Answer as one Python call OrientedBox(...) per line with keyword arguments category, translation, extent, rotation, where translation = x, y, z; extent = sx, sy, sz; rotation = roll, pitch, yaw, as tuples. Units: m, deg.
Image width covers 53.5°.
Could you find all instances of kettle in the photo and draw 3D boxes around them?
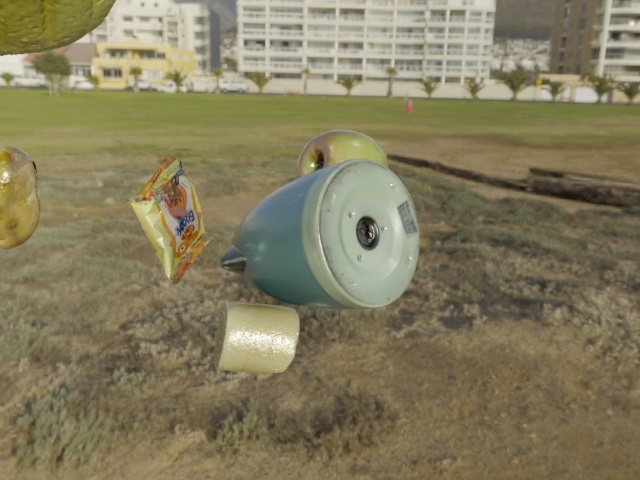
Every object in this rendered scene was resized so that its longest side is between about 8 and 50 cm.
OrientedBox(category="kettle", translation=(0.000, 0.000, 1.178), extent=(0.320, 0.246, 0.342), rotation=(-14, 2, -42))

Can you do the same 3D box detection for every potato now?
OrientedBox(category="potato", translation=(-0.496, -0.069, 1.012), extent=(0.080, 0.170, 0.107), rotation=(12, 32, 9))

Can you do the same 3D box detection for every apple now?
OrientedBox(category="apple", translation=(0.054, -0.173, 1.465), extent=(0.207, 0.173, 0.188), rotation=(27, 1, 38))

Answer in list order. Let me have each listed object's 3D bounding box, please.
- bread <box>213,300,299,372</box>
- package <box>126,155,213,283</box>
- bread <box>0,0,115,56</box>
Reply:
OrientedBox(category="bread", translation=(-0.124, 0.184, 1.205), extent=(0.142, 0.133, 0.148), rotation=(8, 8, -13))
OrientedBox(category="package", translation=(-0.170, -0.026, 0.737), extent=(0.031, 0.120, 0.108), rotation=(-7, 28, 22))
OrientedBox(category="bread", translation=(-0.413, -0.393, 0.863), extent=(0.321, 0.237, 0.320), rotation=(-12, -13, -3))
